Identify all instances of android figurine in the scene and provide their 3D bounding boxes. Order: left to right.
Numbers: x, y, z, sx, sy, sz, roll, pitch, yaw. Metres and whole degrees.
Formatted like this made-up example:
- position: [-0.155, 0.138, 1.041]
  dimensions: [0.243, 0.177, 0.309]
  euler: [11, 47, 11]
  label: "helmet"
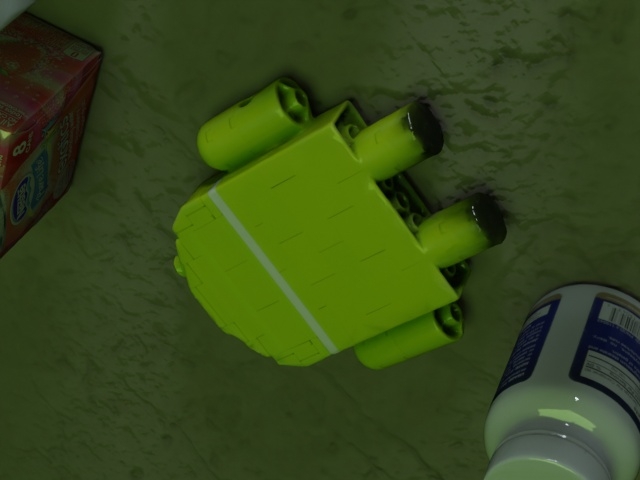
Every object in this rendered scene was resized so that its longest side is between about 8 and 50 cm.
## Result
- position: [0.000, 0.000, 1.058]
  dimensions: [0.272, 0.056, 0.248]
  euler: [-28, 108, 35]
  label: "android figurine"

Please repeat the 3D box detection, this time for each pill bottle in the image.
- position: [0.178, 0.125, 0.979]
  dimensions: [0.112, 0.187, 0.112]
  euler: [12, 126, 17]
  label: "pill bottle"

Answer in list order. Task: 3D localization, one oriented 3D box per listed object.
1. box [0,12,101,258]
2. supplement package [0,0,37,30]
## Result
- position: [-0.342, -0.125, 1.072]
  dimensions: [0.299, 0.142, 0.154]
  euler: [27, 128, 5]
  label: "box"
- position: [-0.284, -0.287, 0.898]
  dimensions: [0.262, 0.198, 0.199]
  euler: [13, 127, 15]
  label: "supplement package"
